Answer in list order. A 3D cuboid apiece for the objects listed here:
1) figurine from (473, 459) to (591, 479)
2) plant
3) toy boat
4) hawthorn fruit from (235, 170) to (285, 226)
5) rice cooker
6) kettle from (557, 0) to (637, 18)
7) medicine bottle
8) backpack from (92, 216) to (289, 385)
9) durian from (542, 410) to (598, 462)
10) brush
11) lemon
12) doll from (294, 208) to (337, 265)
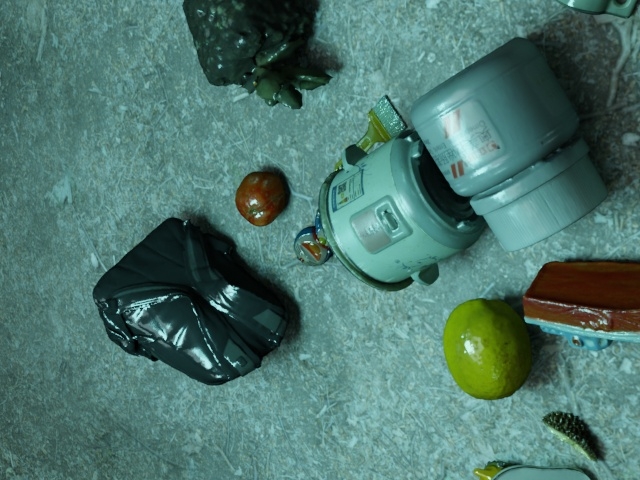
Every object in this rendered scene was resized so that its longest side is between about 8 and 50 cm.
[{"bbox_3d":[0.409,0.495,1.941,0.249,0.141,0.167,-10,101,7],"label":"figurine"},{"bbox_3d":[-0.127,-0.394,1.987,0.213,0.215,0.312,-27,93,54],"label":"plant"},{"bbox_3d":[0.518,0.126,1.671,0.331,0.145,0.133,3,130,42],"label":"toy boat"},{"bbox_3d":[-0.134,-0.090,2.176,0.128,0.128,0.128,16,115,37],"label":"hawthorn fruit"},{"bbox_3d":[0.146,-0.055,1.842,0.316,0.264,0.317,15,122,26],"label":"rice cooker"},{"bbox_3d":[0.449,-0.443,1.564,0.098,0.126,0.148,-117,33,-51],"label":"kettle"},{"bbox_3d":[0.323,-0.159,1.660,0.245,0.245,0.306,-30,94,43],"label":"medicine bottle"},{"bbox_3d":[-0.285,0.154,2.264,0.445,0.363,0.255,29,147,17],"label":"backpack"},{"bbox_3d":[0.472,0.372,1.852,0.130,0.052,0.066,37,129,25],"label":"durian"},{"bbox_3d":[0.091,-0.199,2.008,0.083,0.010,0.218,56,132,11],"label":"brush"},{"bbox_3d":[0.316,0.206,1.848,0.170,0.170,0.208,-9,99,43],"label":"lemon"},{"bbox_3d":[0.000,0.000,2.113,0.152,0.085,0.114,-38,98,32],"label":"doll"}]
